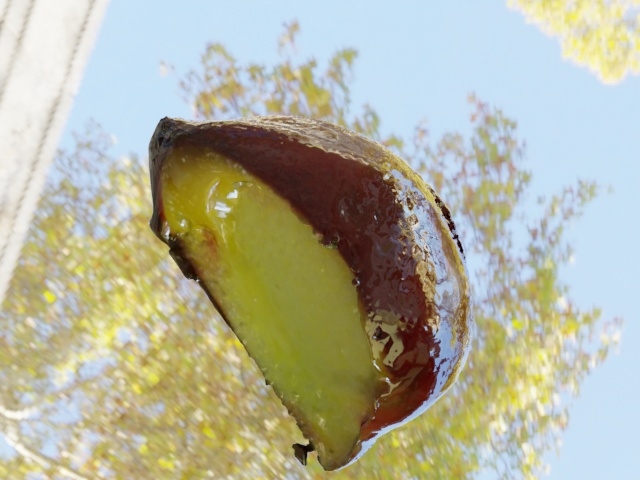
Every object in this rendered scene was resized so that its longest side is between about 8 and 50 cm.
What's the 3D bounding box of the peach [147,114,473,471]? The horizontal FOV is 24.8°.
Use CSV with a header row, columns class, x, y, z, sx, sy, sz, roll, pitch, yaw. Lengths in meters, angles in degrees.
class,x,y,z,sx,sy,sz,roll,pitch,yaw
peach,0.005,0.000,1.011,0.154,0.159,0.267,-30,-99,-46
